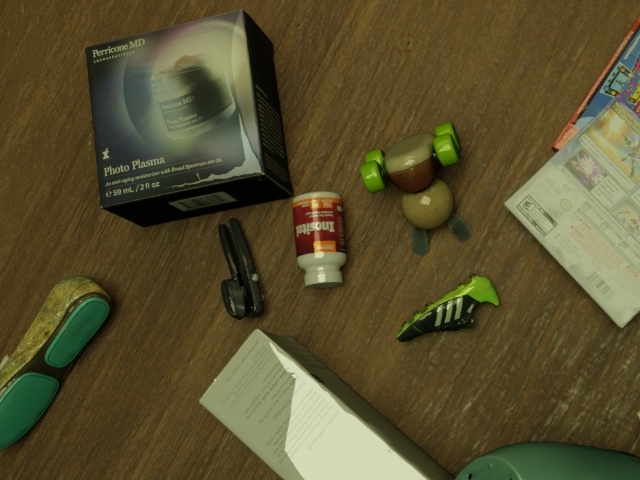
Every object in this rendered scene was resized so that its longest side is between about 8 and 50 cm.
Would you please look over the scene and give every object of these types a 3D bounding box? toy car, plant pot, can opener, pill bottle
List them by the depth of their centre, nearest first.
[{"bbox_3d":[0.310,0.414,1.508,0.235,0.293,0.293,19,85,-27],"label":"plant pot"},{"bbox_3d":[0.174,-0.074,1.776,0.155,0.149,0.188,-20,105,15],"label":"toy car"},{"bbox_3d":[0.000,0.000,1.809,0.086,0.086,0.152,-8,79,14],"label":"pill bottle"},{"bbox_3d":[-0.137,0.047,1.854,0.059,0.073,0.186,-18,67,20],"label":"can opener"}]

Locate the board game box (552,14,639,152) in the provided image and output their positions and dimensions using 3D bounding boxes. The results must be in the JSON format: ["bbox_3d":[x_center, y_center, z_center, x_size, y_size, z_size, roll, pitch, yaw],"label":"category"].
[{"bbox_3d":[0.512,-0.229,1.742,0.145,0.027,0.281,34,91,17],"label":"board game box"}]

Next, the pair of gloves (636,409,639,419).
[{"bbox_3d":[0.587,0.316,1.572,0.240,0.042,0.204,-9,72,-21],"label":"pair of gloves"}]

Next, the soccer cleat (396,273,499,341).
[{"bbox_3d":[0.206,0.124,1.750,0.179,0.060,0.072,-33,87,7],"label":"soccer cleat"}]

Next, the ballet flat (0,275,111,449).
[{"bbox_3d":[-0.500,0.208,1.905,0.123,0.123,0.349,37,92,17],"label":"ballet flat"}]

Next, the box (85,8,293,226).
[{"bbox_3d":[-0.226,-0.204,1.856,0.296,0.183,0.294,-11,77,13],"label":"box"}]

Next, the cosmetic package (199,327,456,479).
[{"bbox_3d":[0.022,0.318,1.685,0.385,0.217,0.156,38,92,16],"label":"cosmetic package"}]

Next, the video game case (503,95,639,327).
[{"bbox_3d":[0.468,-0.044,1.683,0.244,0.061,0.269,-45,75,15],"label":"video game case"}]
